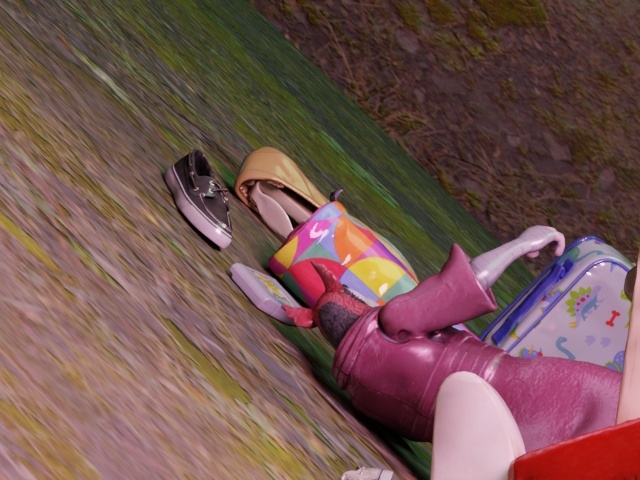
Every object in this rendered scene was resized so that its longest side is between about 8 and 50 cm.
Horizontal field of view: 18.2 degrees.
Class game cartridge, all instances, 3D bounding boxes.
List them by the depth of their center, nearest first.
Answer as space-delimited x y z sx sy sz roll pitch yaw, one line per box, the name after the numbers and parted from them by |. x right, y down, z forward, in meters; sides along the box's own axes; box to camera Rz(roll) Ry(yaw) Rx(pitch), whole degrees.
-0.044 0.049 1.754 0.056 0.017 0.083 51 11 26 | game cartridge

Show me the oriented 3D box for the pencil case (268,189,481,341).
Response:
0.058 0.064 1.880 0.236 0.104 0.104 45 9 6 | pencil case

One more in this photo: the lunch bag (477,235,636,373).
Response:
0.293 0.114 2.288 0.176 0.219 0.090 38 9 -24 | lunch bag

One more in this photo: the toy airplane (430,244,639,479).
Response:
0.242 0.172 1.221 0.272 0.386 0.384 19 20 -35 | toy airplane

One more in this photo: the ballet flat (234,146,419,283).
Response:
0.000 0.000 2.079 0.232 0.080 0.073 40 36 0 | ballet flat

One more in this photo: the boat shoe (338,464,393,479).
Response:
0.028 0.177 1.405 0.035 0.035 0.100 16 10 6 | boat shoe

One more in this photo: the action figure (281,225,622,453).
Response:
0.119 0.143 1.637 0.370 0.248 0.276 26 44 15 | action figure

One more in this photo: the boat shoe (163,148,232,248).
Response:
-0.107 -0.041 1.825 0.049 0.040 0.142 37 10 -34 | boat shoe
